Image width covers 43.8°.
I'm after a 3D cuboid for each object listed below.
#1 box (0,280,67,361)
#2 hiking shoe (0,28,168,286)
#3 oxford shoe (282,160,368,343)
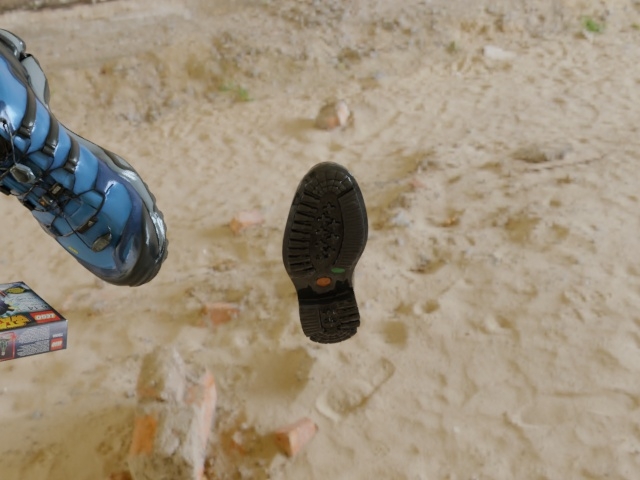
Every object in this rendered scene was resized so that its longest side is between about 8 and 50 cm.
[{"bbox_3d":[-0.274,0.065,0.599,0.137,0.027,0.094,-8,23,-41],"label":"box"},{"bbox_3d":[-0.272,-0.068,0.740,0.304,0.113,0.132,48,20,3],"label":"hiking shoe"},{"bbox_3d":[0.000,0.000,0.807,0.083,0.227,0.096,-2,46,-5],"label":"oxford shoe"}]
